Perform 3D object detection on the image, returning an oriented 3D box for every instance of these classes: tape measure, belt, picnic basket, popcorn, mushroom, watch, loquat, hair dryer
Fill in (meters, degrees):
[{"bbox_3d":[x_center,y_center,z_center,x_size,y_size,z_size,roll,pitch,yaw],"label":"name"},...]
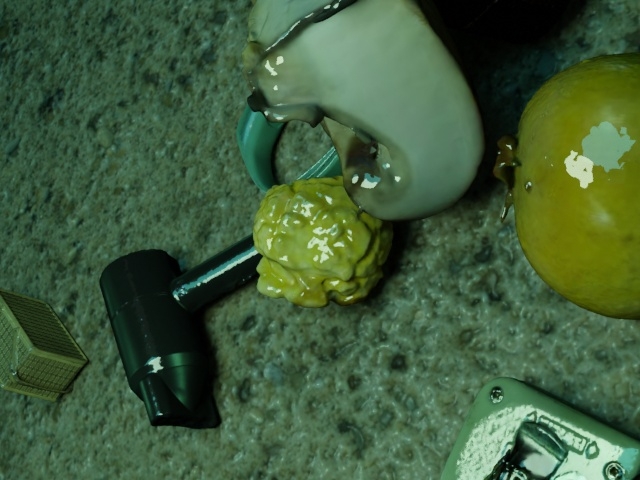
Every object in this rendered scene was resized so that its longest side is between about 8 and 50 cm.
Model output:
[{"bbox_3d":[0.242,0.266,1.326,0.235,0.115,0.207,25,88,39],"label":"tape measure"},{"bbox_3d":[0.220,-0.379,1.532,0.184,0.164,0.289,-29,58,56],"label":"belt"},{"bbox_3d":[-0.428,0.151,1.854,0.079,0.115,0.164,-53,52,12],"label":"picnic basket"},{"bbox_3d":[0.000,0.000,1.563,0.170,0.180,0.180,116,140,-50],"label":"popcorn"},{"bbox_3d":[0.051,-0.252,1.516,0.224,0.313,0.397,-35,35,19],"label":"mushroom"},{"bbox_3d":[-0.014,-0.153,1.686,0.195,0.068,0.237,27,88,37],"label":"watch"},{"bbox_3d":[0.305,-0.062,1.284,0.274,0.275,0.275,-12,68,33],"label":"loquat"},{"bbox_3d":[-0.135,0.093,1.676,0.302,0.116,0.244,-32,61,16],"label":"hair dryer"}]
